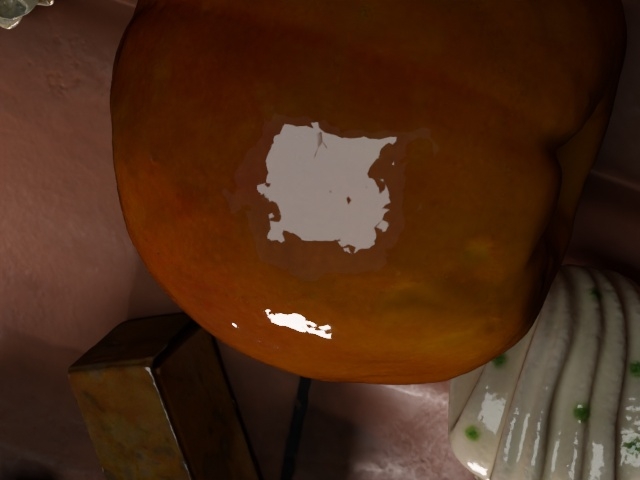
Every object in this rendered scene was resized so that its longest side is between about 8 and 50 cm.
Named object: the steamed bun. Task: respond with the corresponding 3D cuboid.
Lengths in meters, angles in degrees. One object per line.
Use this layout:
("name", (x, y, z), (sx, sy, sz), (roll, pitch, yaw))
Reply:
("steamed bun", (0.176, 0.106, 1.222), (0.182, 0.106, 0.183), (1, 86, -8))

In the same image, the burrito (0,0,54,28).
("burrito", (-0.260, -0.290, 1.316), (0.082, 0.059, 0.275), (-9, 109, 36))

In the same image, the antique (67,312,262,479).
("antique", (-0.099, 0.217, 1.456), (0.087, 0.093, 0.310), (-8, 110, 29))

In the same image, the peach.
("peach", (0.018, -0.081, 1.114), (0.301, 0.343, 0.343), (20, 120, 11))
